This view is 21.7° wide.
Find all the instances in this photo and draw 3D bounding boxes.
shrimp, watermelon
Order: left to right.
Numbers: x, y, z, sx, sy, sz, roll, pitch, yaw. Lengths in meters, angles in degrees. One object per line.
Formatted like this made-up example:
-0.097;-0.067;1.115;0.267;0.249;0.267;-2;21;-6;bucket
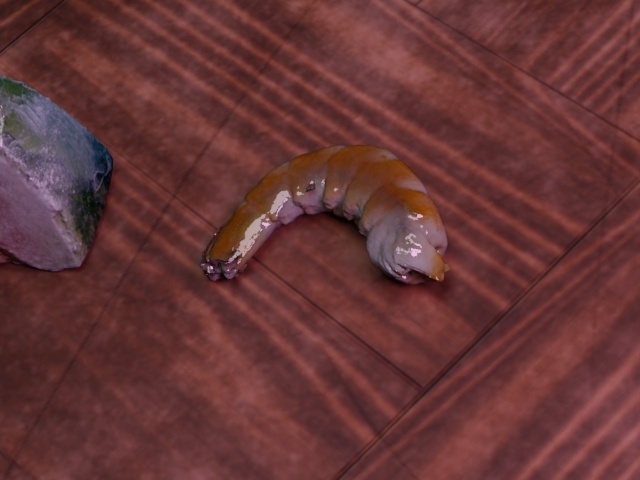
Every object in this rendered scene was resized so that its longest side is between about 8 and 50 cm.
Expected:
-0.294;-0.037;1.245;0.241;0.154;0.094;-13;52;22;watermelon
0.000;0.000;1.183;0.166;0.049;0.161;-30;51;-6;shrimp
